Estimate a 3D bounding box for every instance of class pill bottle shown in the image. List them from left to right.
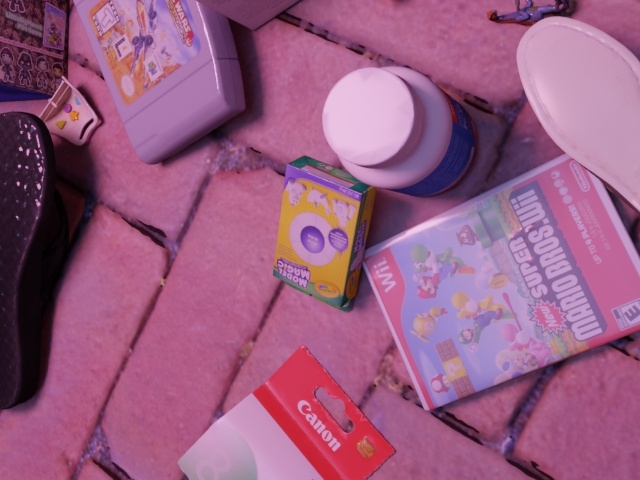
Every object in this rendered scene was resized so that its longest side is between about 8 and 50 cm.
[{"bbox_3d":[0.086,-0.112,0.783,0.124,0.221,0.124,0,90,22],"label":"pill bottle"}]

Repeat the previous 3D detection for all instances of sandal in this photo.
[{"bbox_3d":[-0.444,0.026,1.081,0.167,0.107,0.446,21,110,20],"label":"sandal"}]

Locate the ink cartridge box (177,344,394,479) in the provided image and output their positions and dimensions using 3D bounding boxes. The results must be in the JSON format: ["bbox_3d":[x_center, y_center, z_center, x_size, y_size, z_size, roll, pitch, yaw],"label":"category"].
[{"bbox_3d":[-0.048,0.273,0.930,0.181,0.056,0.225,47,108,16],"label":"ink cartridge box"}]

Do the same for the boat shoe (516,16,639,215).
[{"bbox_3d":[0.316,-0.101,0.758,0.109,0.091,0.305,-43,74,18],"label":"boat shoe"}]

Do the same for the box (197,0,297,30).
[{"bbox_3d":[-0.109,-0.349,0.892,0.091,0.170,0.130,-26,80,22],"label":"box"}]

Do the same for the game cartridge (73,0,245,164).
[{"bbox_3d":[-0.213,-0.272,0.967,0.198,0.062,0.297,-26,85,38],"label":"game cartridge"}]

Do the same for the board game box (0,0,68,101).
[{"bbox_3d":[-0.500,-0.355,1.072,0.231,0.141,0.291,1,91,23],"label":"board game box"}]

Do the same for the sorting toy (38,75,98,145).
[{"bbox_3d":[-0.356,-0.177,1.067,0.075,0.045,0.083,43,105,10],"label":"sorting toy"}]

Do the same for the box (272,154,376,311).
[{"bbox_3d":[0.000,0.000,0.886,0.105,0.043,0.179,23,125,24],"label":"box"}]

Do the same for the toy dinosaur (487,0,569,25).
[{"bbox_3d":[0.229,-0.247,0.824,0.082,0.047,0.090,-21,92,39],"label":"toy dinosaur"}]

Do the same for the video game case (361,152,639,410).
[{"bbox_3d":[0.206,0.048,0.840,0.285,0.025,0.204,-27,80,21],"label":"video game case"}]
